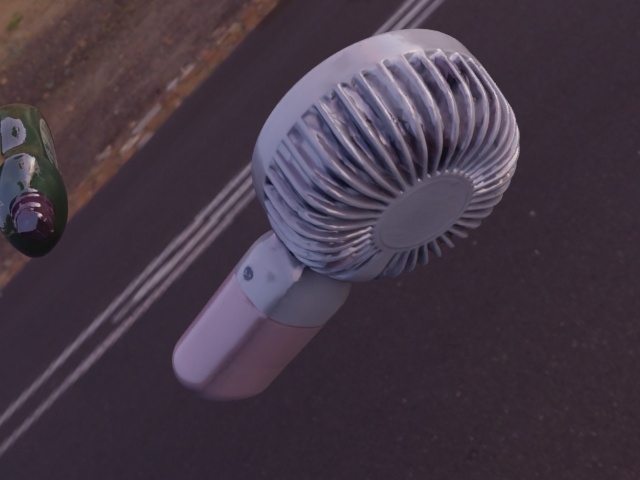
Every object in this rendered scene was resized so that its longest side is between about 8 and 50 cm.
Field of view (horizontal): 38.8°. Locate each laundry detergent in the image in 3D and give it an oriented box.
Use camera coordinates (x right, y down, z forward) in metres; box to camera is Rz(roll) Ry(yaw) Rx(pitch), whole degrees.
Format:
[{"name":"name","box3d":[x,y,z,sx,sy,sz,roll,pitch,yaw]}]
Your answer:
[{"name":"laundry detergent","box3d":[-0.303,-0.048,0.948,0.078,0.144,0.221,-9,33,-20]}]

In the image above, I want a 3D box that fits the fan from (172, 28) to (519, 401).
[{"name":"fan","box3d":[0.000,0.000,0.477,0.244,0.130,0.074,-49,54,27]}]
